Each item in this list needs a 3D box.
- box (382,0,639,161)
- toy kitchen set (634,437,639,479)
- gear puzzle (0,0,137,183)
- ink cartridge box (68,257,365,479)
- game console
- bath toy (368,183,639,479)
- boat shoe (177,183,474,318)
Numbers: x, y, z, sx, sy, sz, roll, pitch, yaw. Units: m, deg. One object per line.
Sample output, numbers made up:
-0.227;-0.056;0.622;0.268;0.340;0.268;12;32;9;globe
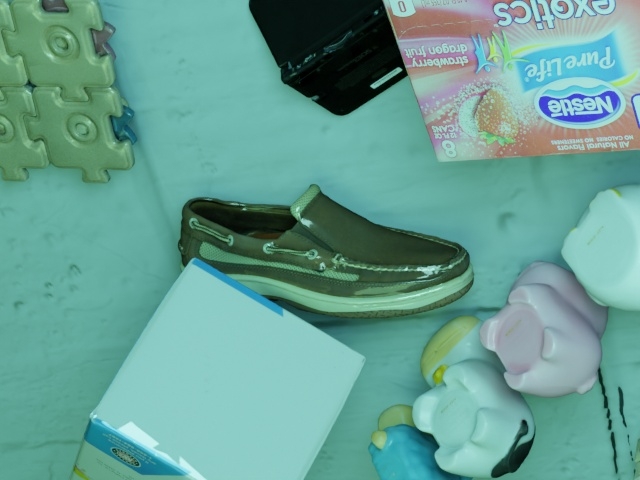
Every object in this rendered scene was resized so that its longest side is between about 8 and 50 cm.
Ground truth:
0.214;-0.156;1.098;0.300;0.142;0.154;-3;121;35;box
0.314;0.183;1.348;0.068;0.083;0.075;-36;105;33;toy kitchen set
-0.316;-0.138;1.382;0.339;0.044;0.175;3;123;20;gear puzzle
-0.096;0.161;1.368;0.171;0.168;0.233;30;152;-1;ink cartridge box
0.023;-0.171;1.265;0.122;0.071;0.107;-31;137;32;game console
0.182;0.084;1.307;0.129;0.151;0.348;12;132;-38;bath toy
-0.003;0.003;1.335;0.257;0.095;0.095;1;115;18;boat shoe
